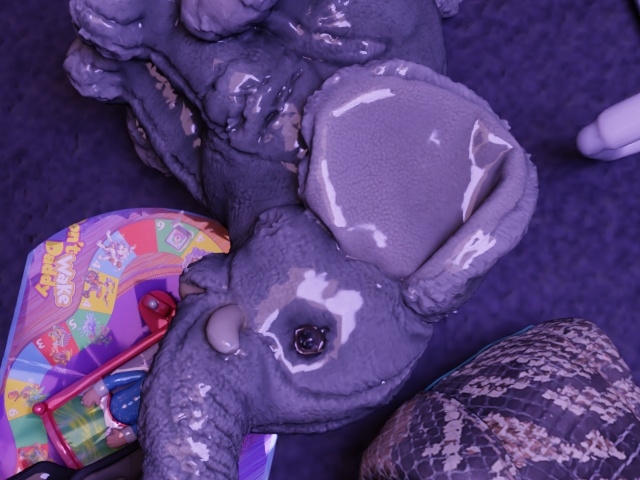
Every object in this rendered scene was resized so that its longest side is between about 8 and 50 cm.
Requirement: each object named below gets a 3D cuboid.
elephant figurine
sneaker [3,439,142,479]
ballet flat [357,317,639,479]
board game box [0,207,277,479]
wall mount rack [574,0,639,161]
[{"bbox_3d":[0.000,0.000,0.476,0.186,0.169,0.239,-26,72,13],"label":"elephant figurine"},{"bbox_3d":[-0.054,0.166,0.483,0.227,0.087,0.130,30,111,8],"label":"sneaker"},{"bbox_3d":[0.221,0.223,0.466,0.182,0.164,0.483,-38,82,-23],"label":"ballet flat"},{"bbox_3d":[-0.083,0.066,0.537,0.133,0.033,0.169,12,83,2],"label":"board game box"},{"bbox_3d":[0.212,-0.185,0.483,0.304,0.130,0.350,-23,83,19],"label":"wall mount rack"}]
